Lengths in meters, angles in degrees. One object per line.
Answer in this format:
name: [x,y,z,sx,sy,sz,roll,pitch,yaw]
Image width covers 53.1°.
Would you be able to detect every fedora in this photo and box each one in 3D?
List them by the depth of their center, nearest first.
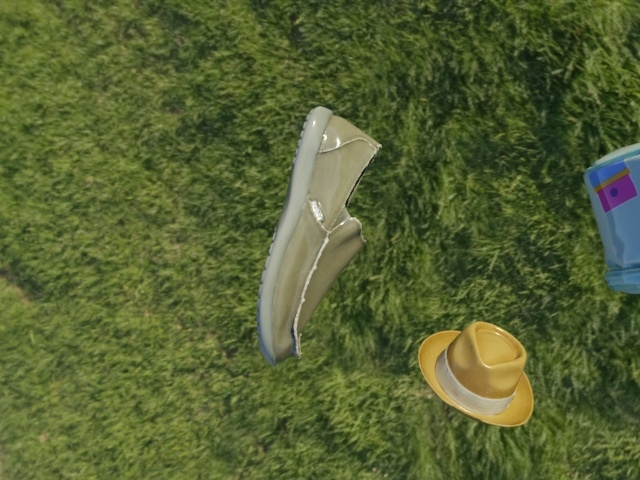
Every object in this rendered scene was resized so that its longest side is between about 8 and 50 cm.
fedora: [0.235,0.174,0.914,0.194,0.194,0.079,40,125,29]

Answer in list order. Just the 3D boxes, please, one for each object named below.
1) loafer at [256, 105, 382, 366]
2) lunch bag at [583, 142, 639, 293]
loafer: [0.000,0.000,0.606,0.088,0.094,0.251,14,88,-1]
lunch bag: [0.327,-0.031,0.407,0.224,0.279,0.107,-10,89,55]
